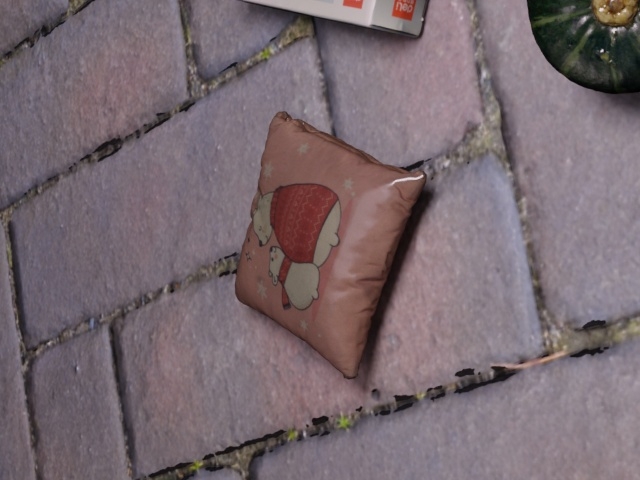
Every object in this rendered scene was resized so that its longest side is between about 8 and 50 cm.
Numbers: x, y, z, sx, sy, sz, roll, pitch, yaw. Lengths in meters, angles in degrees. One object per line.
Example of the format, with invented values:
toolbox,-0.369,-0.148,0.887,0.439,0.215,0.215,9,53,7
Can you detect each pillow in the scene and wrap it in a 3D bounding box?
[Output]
pillow,0.000,0.000,1.493,0.223,0.084,0.236,33,114,43

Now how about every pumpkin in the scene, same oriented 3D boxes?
pumpkin,0.253,-0.207,1.202,0.167,0.167,0.125,-59,5,25

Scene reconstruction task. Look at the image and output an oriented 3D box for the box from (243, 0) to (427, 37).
box,0.008,-0.303,1.515,0.269,0.079,0.135,21,103,46
